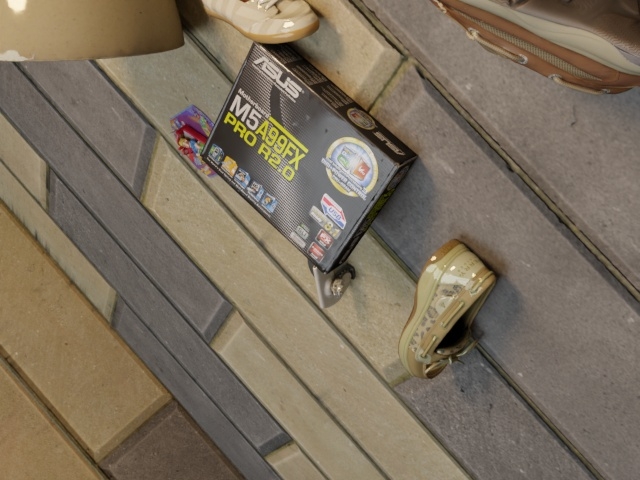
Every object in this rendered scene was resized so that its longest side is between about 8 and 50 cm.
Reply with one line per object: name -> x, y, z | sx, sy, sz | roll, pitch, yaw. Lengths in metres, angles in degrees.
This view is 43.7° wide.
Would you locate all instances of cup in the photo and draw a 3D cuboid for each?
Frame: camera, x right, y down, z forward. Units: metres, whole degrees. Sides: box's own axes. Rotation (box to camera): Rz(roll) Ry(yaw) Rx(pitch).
cup -> -0.370, -0.396, 1.146 | 0.331, 0.331, 0.237 | 19, 117, 44

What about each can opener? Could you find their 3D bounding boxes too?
can opener -> 0.000, 0.000, 1.292 | 0.093, 0.074, 0.280 | 30, 145, 32

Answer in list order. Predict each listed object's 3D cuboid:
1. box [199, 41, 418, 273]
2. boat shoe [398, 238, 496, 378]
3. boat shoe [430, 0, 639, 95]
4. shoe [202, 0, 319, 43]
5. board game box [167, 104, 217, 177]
box -> -0.026, -0.118, 1.123 | 0.270, 0.060, 0.216 | 43, 128, 13
boat shoe -> 0.182, 0.123, 1.150 | 0.089, 0.104, 0.285 | 38, 149, 27
boat shoe -> 0.161, -0.215, 0.703 | 0.324, 0.123, 0.116 | 29, 161, 1
shoe -> -0.089, -0.312, 1.046 | 0.219, 0.076, 0.058 | 29, 150, 37
board game box -> -0.230, -0.171, 1.460 | 0.133, 0.033, 0.168 | 57, 151, -13
